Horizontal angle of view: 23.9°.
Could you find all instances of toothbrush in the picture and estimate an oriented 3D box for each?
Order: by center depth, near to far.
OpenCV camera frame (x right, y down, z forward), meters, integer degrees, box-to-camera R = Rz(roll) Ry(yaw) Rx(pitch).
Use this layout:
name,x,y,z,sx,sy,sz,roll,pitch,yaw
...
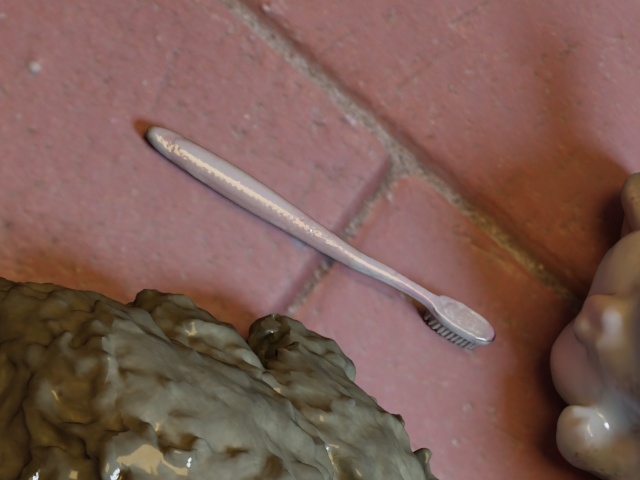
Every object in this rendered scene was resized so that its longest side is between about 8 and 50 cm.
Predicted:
name,x,y,z,sx,sy,sz,roll,pitch,yaw
toothbrush,0.000,0.000,1.135,0.307,0.029,0.025,32,58,-9

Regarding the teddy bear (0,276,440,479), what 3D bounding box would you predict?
name,x,y,z,sx,sy,sz,roll,pitch,yaw
teddy bear,-0.069,0.173,0.938,0.367,0.224,0.357,17,42,-46

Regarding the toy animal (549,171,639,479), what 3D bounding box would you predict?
name,x,y,z,sx,sy,sz,roll,pitch,yaw
toy animal,0.301,0.096,1.152,0.241,0.196,0.368,3,70,-34
